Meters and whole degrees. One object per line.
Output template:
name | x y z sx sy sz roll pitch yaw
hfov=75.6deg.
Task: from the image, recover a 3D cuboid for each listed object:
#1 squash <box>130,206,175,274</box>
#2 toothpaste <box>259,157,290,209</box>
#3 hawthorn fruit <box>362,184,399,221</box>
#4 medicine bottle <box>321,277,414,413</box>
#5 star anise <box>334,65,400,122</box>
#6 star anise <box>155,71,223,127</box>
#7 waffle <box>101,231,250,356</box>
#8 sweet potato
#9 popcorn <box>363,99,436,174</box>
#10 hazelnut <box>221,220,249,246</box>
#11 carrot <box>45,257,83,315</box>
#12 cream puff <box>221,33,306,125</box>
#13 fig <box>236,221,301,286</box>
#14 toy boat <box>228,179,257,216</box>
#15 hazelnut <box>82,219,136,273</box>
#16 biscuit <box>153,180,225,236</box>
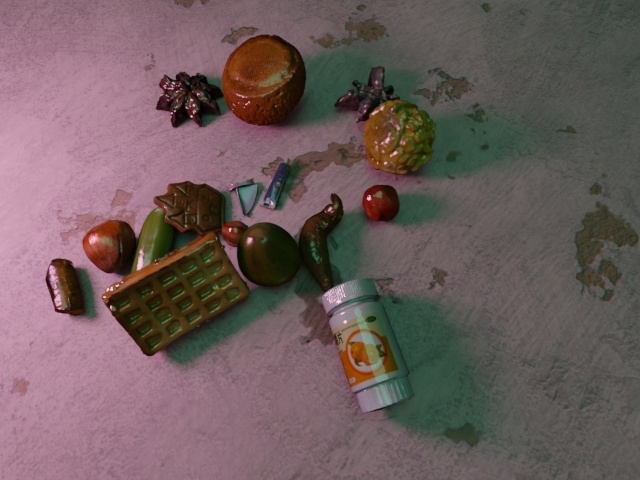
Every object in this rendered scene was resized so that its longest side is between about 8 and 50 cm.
squash | -0.493 0.035 1.218 0.101 0.101 0.378 4 69 1
toothpaste | -0.142 -0.191 1.359 0.057 0.035 0.197 16 70 13
hawthorn fruit | 0.187 -0.116 1.284 0.128 0.128 0.128 0 66 0
medicine bottle | 0.122 0.274 1.084 0.158 0.158 0.318 -17 67 -8
star anise | 0.179 -0.510 1.467 0.257 0.110 0.198 -39 72 -23
star anise | -0.473 -0.516 1.467 0.236 0.109 0.223 0 70 -3
waffle | -0.376 0.140 1.110 0.328 0.224 0.098 -31 28 -14
sweet potato | -0.003 -0.003 1.244 0.124 0.098 0.310 10 69 -4
popcorn | 0.259 -0.335 1.342 0.225 0.249 0.249 -7 62 -36
hazelnut | -0.257 -0.020 1.262 0.086 0.086 0.086 0 66 0
carrot | -0.735 0.136 1.181 0.082 0.082 0.173 -20 67 -9
cream puff | -0.191 -0.533 1.420 0.303 0.212 0.303 -2 72 5
fig | -0.151 0.034 1.176 0.181 0.191 0.181 -9 54 13
toy boat | -0.241 -0.134 1.339 0.096 0.034 0.122 -16 76 -8
hazelnut | -0.608 0.020 1.206 0.150 0.150 0.150 0 66 0
biscuit | -0.396 -0.104 1.261 0.215 0.034 0.182 10 61 -30
